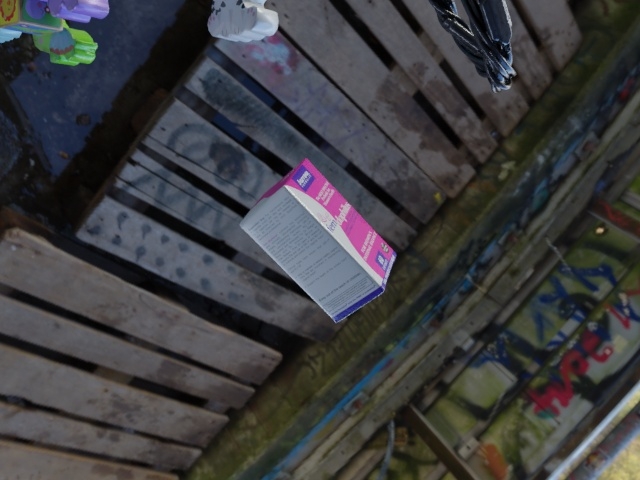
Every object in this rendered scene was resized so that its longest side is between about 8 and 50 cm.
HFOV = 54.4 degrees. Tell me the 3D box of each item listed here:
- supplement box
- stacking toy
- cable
[{"bbox_3d":[0.000,0.000,0.973,0.220,0.111,0.114,45,123,-11],"label":"supplement box"},{"bbox_3d":[-0.151,-0.131,0.313,0.167,0.221,0.052,-8,101,-53],"label":"stacking toy"},{"bbox_3d":[0.176,-0.254,0.741,0.047,0.150,0.184,-35,128,2],"label":"cable"}]
